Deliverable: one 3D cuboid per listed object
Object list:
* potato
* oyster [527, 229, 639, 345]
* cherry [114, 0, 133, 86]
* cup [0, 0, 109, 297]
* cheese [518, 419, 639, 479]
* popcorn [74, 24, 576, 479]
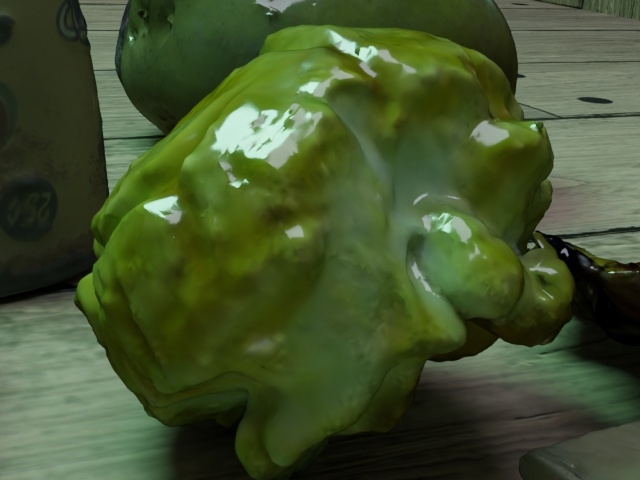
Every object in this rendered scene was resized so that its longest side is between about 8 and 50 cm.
[{"bbox_3d":[0.002,-0.148,0.874,0.326,0.221,0.243,20,51,-6],"label":"potato"},{"bbox_3d":[0.278,0.050,0.564,0.361,0.096,0.221,10,14,19],"label":"oyster"},{"bbox_3d":[-0.111,-0.195,1.058,0.195,0.195,0.195,3,18,-1],"label":"cherry"},{"bbox_3d":[-0.285,-0.121,0.719,0.301,0.257,0.227,11,17,26],"label":"cup"},{"bbox_3d":[0.203,0.155,0.318,0.085,0.034,0.400,-5,20,-23],"label":"cheese"},{"bbox_3d":[0.000,0.000,0.492,0.221,0.183,0.204,-32,-1,-17],"label":"popcorn"}]
